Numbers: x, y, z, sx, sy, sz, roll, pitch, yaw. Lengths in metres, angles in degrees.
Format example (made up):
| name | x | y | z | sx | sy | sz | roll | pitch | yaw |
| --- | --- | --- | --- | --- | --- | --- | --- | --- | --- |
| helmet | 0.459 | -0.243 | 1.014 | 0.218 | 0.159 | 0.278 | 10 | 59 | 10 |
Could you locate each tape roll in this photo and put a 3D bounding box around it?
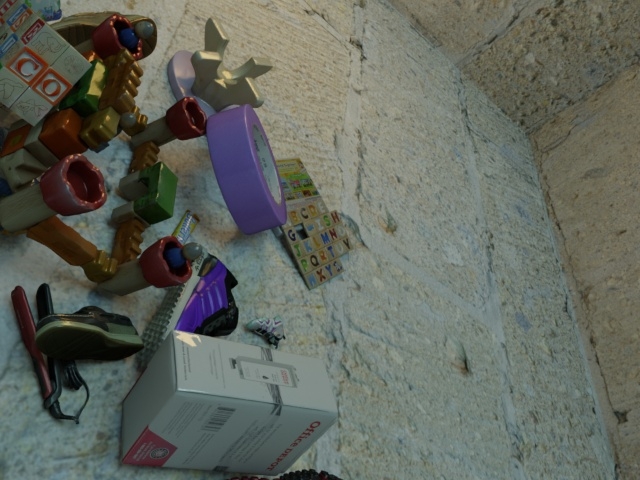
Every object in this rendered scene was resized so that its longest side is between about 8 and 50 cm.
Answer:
| name | x | y | z | sx | sy | sz | roll | pitch | yaw |
| --- | --- | --- | --- | --- | --- | --- | --- | --- | --- |
| tape roll | -0.157 | -0.155 | 1.313 | 0.275 | 0.090 | 0.275 | -16 | 90 | -83 |

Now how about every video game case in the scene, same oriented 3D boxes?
| name | x | y | z | sx | sy | sz | roll | pitch | yaw |
| --- | --- | --- | --- | --- | --- | --- | --- | --- | --- |
| video game case | -0.083 | -0.119 | 1.540 | 0.227 | 0.026 | 0.206 | -16 | 75 | -52 |

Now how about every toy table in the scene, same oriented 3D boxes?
| name | x | y | z | sx | sy | sz | roll | pitch | yaw |
| --- | --- | --- | --- | --- | --- | --- | --- | --- | --- |
| toy table | -0.245 | -0.392 | 1.465 | 0.274 | 0.161 | 0.252 | 54 | 35 | 1 |

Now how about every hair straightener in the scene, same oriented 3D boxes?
| name | x | y | z | sx | sy | sz | roll | pitch | yaw |
| --- | --- | --- | --- | --- | --- | --- | --- | --- | --- |
| hair straightener | -0.402 | 0.172 | 0.923 | 0.089 | 0.047 | 0.230 | -8 | 68 | -51 |

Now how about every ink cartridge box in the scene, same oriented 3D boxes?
| name | x | y | z | sx | sy | sz | roll | pitch | yaw |
| --- | --- | --- | --- | --- | --- | --- | --- | --- | --- |
| ink cartridge box | -0.147 | 0.272 | 0.961 | 0.283 | 0.207 | 0.117 | 18 | 35 | -31 |

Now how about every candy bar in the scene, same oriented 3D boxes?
| name | x | y | z | sx | sy | sz | roll | pitch | yaw |
| --- | --- | --- | --- | --- | --- | --- | --- | --- | --- |
| candy bar | -0.289 | -0.005 | 1.220 | 0.040 | 0.018 | 0.161 | 41 | 39 | -19 |

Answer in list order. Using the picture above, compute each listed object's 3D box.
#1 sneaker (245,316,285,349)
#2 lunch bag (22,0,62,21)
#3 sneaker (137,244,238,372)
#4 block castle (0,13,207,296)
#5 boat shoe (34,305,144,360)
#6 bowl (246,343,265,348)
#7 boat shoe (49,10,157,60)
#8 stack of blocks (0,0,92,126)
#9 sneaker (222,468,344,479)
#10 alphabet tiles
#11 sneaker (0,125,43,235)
| name | x | y | z | sx | sy | sz | roll | pitch | yaw |
| --- | --- | --- | --- | --- | --- | --- | --- | --- | --- |
| sneaker | -0.108 | 0.196 | 1.244 | 0.098 | 0.038 | 0.069 | 2 | 60 | -47 |
| lunch bag | -0.617 | -0.471 | 1.123 | 0.176 | 0.090 | 0.219 | 24 | 32 | 14 |
| sneaker | -0.222 | 0.143 | 1.104 | 0.146 | 0.102 | 0.293 | 40 | 38 | -20 |
| block castle | -0.337 | -0.158 | 1.046 | 0.303 | 0.212 | 0.453 | 51 | 28 | -45 |
| boat shoe | -0.361 | 0.139 | 0.927 | 0.073 | 0.080 | 0.223 | 61 | 8 | 23 |
| bowl | -0.120 | 0.264 | 1.140 | 0.170 | 0.080 | 0.170 | 30 | 42 | -31 |
| boat shoe | -0.496 | -0.417 | 1.259 | 0.110 | 0.122 | 0.341 | 23 | 31 | 18 |
| stack of blocks | -0.496 | -0.286 | 0.959 | 0.297 | 0.171 | 0.087 | 40 | -3 | 45 |
| sneaker | -0.080 | 0.465 | 1.000 | 0.299 | 0.121 | 0.112 | 10 | 83 | -35 |
| alphabet tiles | 0.000 | 0.000 | 1.520 | 0.237 | 0.009 | 0.198 | -25 | 90 | -52 |
| sneaker | -0.551 | -0.147 | 0.982 | 0.296 | 0.112 | 0.131 | 57 | 27 | -11 |
